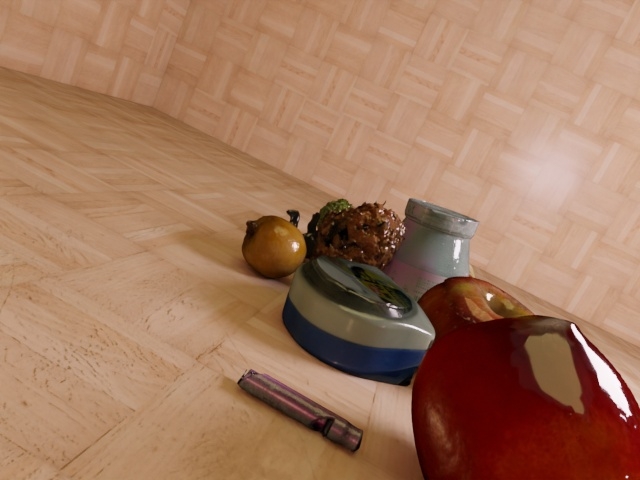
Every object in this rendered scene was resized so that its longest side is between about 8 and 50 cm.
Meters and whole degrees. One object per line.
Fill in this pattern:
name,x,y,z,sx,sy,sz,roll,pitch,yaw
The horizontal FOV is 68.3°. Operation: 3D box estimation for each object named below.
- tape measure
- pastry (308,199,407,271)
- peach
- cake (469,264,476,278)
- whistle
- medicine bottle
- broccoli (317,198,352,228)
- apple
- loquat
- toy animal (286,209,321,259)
tape measure,0.062,0.134,0.900,0.262,0.138,0.259,18,13,-31
pastry,0.075,0.013,1.151,0.193,0.275,0.275,39,12,0
peach,0.253,0.261,0.556,0.281,0.281,0.339,14,54,-42
cake,0.471,0.164,1.547,0.158,0.160,0.262,21,14,-33
whistle,-0.026,0.217,0.611,0.176,0.033,0.033,27,12,8
medicine bottle,0.286,0.051,1.275,0.244,0.290,0.245,17,11,-3
broccoli,0.131,0.014,1.486,0.302,0.186,0.254,27,-32,21
apple,0.315,0.205,0.958,0.271,0.207,0.252,19,24,-15
loquat,-0.106,0.014,1.069,0.163,0.137,0.163,32,24,-16
toy animal,0.000,-0.001,1.327,0.245,0.146,0.114,27,-7,-6
